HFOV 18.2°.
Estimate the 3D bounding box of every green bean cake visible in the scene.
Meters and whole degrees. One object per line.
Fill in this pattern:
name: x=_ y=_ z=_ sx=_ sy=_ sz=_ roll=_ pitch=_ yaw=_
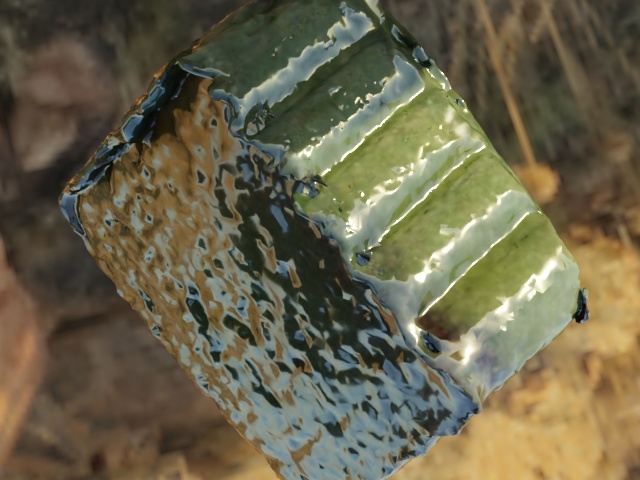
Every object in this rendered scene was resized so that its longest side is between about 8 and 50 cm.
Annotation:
green bean cake: x=0.000 y=0.000 z=0.771 sx=0.094 sy=0.173 sz=0.181 roll=-39 pitch=177 yaw=-28
